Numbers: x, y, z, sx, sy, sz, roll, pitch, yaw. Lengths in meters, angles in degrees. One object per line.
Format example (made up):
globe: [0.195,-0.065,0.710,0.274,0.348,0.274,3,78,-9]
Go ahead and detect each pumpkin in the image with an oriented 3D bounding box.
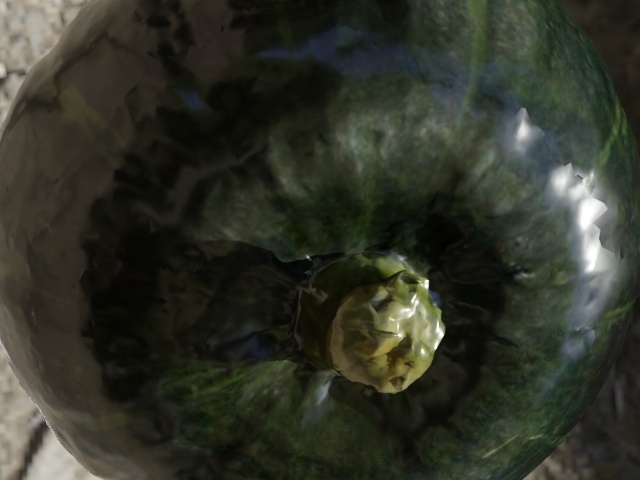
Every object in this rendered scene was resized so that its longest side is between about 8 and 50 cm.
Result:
pumpkin: [-0.001,-0.001,0.441,0.125,0.167,0.167,-47,125,-75]
